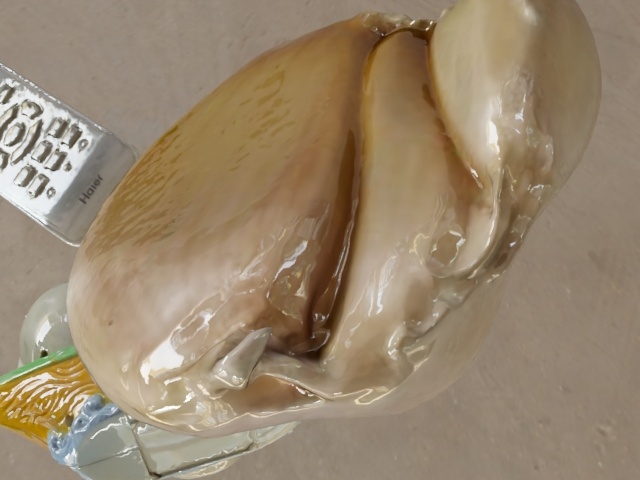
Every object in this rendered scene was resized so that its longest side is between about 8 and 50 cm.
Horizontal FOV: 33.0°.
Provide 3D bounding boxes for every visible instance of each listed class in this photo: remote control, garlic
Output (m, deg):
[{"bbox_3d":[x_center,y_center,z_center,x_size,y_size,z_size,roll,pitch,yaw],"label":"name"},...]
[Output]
[{"bbox_3d":[-0.301,-0.102,1.077,0.313,0.055,0.109,32,86,30],"label":"remote control"},{"bbox_3d":[0.000,0.000,0.434,0.217,0.228,0.110,-9,127,33],"label":"garlic"}]

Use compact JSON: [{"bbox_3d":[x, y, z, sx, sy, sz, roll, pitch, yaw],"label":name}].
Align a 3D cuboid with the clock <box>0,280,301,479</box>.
[{"bbox_3d":[-0.099,0.071,0.674,0.231,0.144,0.103,-14,130,-8],"label":"clock"}]
